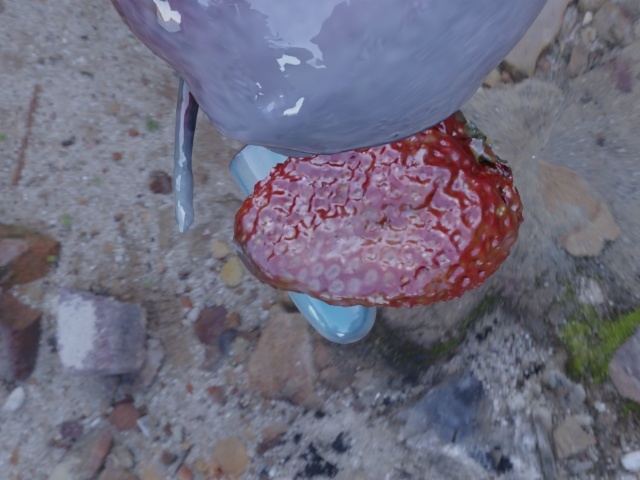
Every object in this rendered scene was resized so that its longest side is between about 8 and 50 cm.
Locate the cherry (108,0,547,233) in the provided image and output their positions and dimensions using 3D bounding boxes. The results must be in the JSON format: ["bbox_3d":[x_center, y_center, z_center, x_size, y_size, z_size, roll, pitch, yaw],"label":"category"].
[{"bbox_3d":[0.020,-0.207,0.693,0.335,0.326,0.291,-15,49,6],"label":"cherry"}]

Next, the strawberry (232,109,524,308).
[{"bbox_3d":[0.062,-0.038,1.290,0.351,0.312,0.267,-16,123,-16],"label":"strawberry"}]

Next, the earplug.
[{"bbox_3d":[0.000,0.000,1.565,0.185,0.185,0.324,-25,74,12],"label":"earplug"}]
